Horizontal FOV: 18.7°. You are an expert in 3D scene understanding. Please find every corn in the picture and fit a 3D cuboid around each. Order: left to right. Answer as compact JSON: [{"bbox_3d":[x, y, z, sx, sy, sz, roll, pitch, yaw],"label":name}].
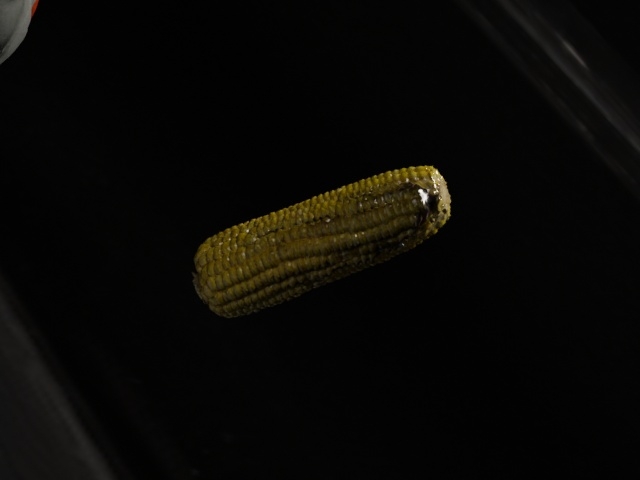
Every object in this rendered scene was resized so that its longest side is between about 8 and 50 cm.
[{"bbox_3d":[0.000,0.000,1.446,0.203,0.072,0.072,-21,-109,9],"label":"corn"}]

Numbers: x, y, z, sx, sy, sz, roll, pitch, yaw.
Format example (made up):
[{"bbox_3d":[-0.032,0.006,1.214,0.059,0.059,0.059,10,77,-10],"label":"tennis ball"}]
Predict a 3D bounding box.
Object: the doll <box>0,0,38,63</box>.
[{"bbox_3d":[-0.183,-0.157,1.013,0.102,0.075,0.227,13,-84,33],"label":"doll"}]
